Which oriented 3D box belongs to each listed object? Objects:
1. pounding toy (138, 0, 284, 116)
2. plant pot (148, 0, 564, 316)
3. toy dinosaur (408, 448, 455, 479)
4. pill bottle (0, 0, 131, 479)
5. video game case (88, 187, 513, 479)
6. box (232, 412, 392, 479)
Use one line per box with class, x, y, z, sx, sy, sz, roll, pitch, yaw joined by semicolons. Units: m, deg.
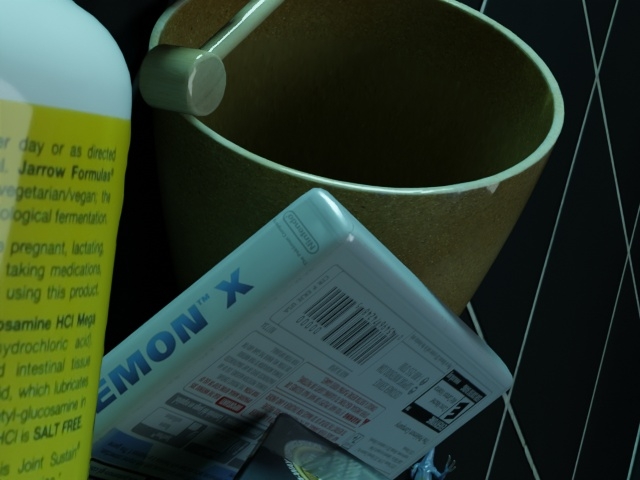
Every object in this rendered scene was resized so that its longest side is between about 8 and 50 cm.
pounding toy;-0.082;-0.169;0.727;0.181;0.094;0.206;15;84;-64
plant pot;0.000;0.000;0.876;0.237;0.237;0.254;-52;160;-50
toy dinosaur;0.096;0.236;1.417;0.090;0.047;0.082;124;-18;-55
pill bottle;-0.164;0.011;0.481;0.188;0.188;0.334;0;99;-67
video game case;-0.055;0.124;0.750;0.300;0.036;0.329;-39;155;5
box;-0.104;0.288;0.561;0.395;0.097;0.318;-59;175;13
